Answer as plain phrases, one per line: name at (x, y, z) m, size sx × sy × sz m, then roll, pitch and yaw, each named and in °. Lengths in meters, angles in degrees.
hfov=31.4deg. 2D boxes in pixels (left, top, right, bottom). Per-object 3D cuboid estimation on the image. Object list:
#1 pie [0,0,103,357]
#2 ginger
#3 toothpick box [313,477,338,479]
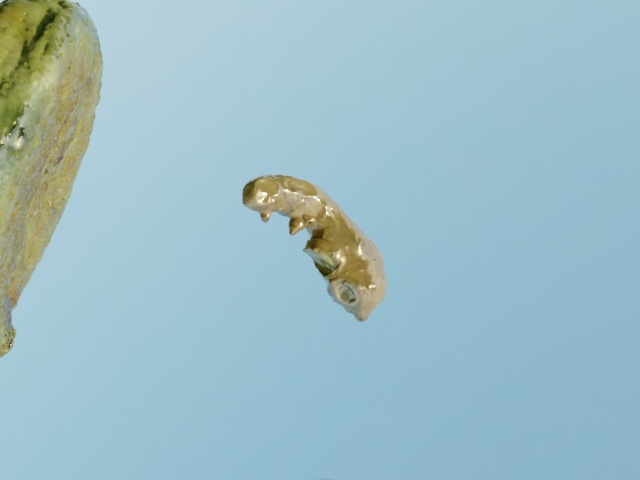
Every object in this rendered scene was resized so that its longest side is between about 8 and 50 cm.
pie at (-0.219, -0.044, 0.784) m, size 0.079 × 0.277 × 0.277 m, roll 16°, pitch -138°, yaw -5°
ginger at (0.001, -0.003, 1.019) m, size 0.051 × 0.173 × 0.069 m, roll -21°, pitch -150°, yaw 57°
toothpick box at (0.013, 0.507, 1.636) m, size 0.263 × 0.354 × 0.263 m, roll -39°, pitch 180°, yaw 0°
